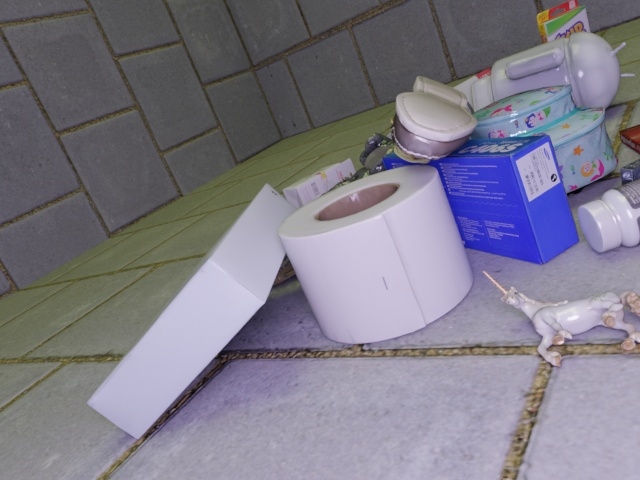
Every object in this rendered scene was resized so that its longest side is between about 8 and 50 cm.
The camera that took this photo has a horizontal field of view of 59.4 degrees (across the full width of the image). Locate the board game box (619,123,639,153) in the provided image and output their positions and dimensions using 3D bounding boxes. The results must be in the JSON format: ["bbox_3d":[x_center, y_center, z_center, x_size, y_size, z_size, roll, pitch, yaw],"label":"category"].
[{"bbox_3d":[0.693,-0.216,0.979,0.281,0.027,0.145,-18,16,17],"label":"board game box"}]

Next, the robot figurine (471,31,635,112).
[{"bbox_3d":[0.552,-0.372,1.356,0.353,0.200,0.300,-13,-15,34],"label":"robot figurine"}]

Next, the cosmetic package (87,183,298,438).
[{"bbox_3d":[-0.170,0.083,0.879,0.284,0.097,0.377,-49,9,19],"label":"cosmetic package"}]

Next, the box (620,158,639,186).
[{"bbox_3d":[0.446,-0.081,0.762,0.083,0.067,0.018,-24,23,-18],"label":"box"}]

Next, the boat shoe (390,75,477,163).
[{"bbox_3d":[0.158,-0.168,0.836,0.116,0.096,0.324,22,27,2],"label":"boat shoe"}]

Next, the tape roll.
[{"bbox_3d":[0.081,0.014,0.822,0.246,0.169,0.246,-21,17,7],"label":"tape roll"}]

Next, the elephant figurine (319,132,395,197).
[{"bbox_3d":[0.135,-0.136,1.289,0.186,0.169,0.239,-52,0,37],"label":"elephant figurine"}]

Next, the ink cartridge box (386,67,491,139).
[{"bbox_3d":[0.355,-0.340,1.571,0.283,0.117,0.207,-32,-1,-27],"label":"ink cartridge box"}]

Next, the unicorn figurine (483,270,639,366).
[{"bbox_3d":[0.258,0.080,0.591,0.162,0.060,0.111,-2,21,13],"label":"unicorn figurine"}]

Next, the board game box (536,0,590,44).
[{"bbox_3d":[0.650,-0.482,1.461,0.124,0.259,0.039,-25,17,-6],"label":"board game box"}]

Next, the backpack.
[{"bbox_3d":[0.374,-0.164,0.986,0.225,0.191,0.253,-24,21,-5],"label":"backpack"}]

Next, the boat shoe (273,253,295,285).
[{"bbox_3d":[0.000,0.000,1.125,0.285,0.089,0.104,-21,22,-1],"label":"boat shoe"}]

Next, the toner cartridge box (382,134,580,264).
[{"bbox_3d":[0.236,-0.075,0.904,0.075,0.165,0.348,-27,17,-17],"label":"toner cartridge box"}]

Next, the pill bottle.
[{"bbox_3d":[0.407,-0.038,0.708,0.137,0.078,0.078,-21,16,7],"label":"pill bottle"}]

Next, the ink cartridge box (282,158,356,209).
[{"bbox_3d":[0.013,-0.122,1.445,0.198,0.115,0.067,-33,18,-33],"label":"ink cartridge box"}]
